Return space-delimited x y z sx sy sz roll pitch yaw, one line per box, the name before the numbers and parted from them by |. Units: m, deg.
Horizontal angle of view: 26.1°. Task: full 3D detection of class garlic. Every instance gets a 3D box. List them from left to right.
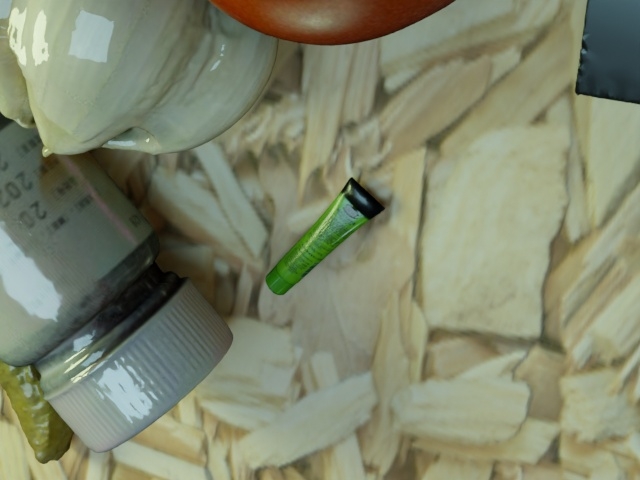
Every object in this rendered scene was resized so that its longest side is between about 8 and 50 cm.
garlic | -0.171 -0.158 0.975 0.281 0.185 0.203 25 93 -1

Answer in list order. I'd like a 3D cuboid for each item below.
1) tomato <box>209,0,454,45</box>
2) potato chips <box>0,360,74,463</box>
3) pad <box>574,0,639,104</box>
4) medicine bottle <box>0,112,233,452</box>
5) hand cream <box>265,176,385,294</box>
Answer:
tomato | 0.015 -0.245 0.853 0.256 0.256 0.224 -16 126 26
potato chips | -0.331 0.028 1.220 0.080 0.057 0.407 -29 102 26
pad | 0.329 -0.166 0.912 0.300 0.005 0.202 11 118 15
medicine bottle | -0.211 0.023 1.111 0.165 0.165 0.273 -35 100 30
hand cream | 0.000 0.000 1.104 0.036 0.023 0.122 43 121 -3
